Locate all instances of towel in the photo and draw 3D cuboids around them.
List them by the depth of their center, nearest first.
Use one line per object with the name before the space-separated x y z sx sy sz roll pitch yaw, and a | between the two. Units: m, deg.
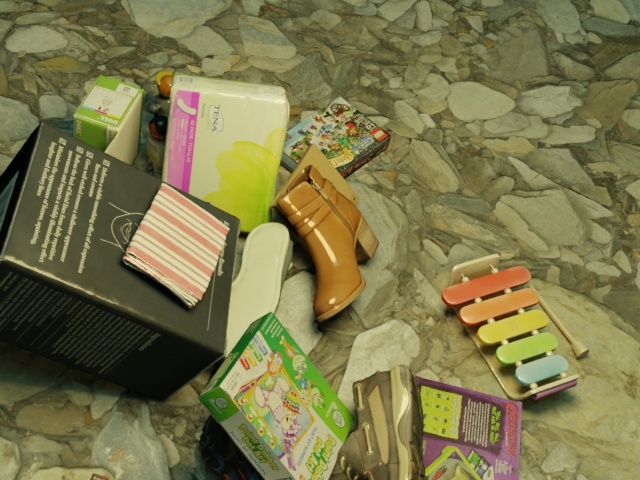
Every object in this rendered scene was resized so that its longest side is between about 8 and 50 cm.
towel | -0.234 0.005 1.576 0.144 0.029 0.197 37 38 -18

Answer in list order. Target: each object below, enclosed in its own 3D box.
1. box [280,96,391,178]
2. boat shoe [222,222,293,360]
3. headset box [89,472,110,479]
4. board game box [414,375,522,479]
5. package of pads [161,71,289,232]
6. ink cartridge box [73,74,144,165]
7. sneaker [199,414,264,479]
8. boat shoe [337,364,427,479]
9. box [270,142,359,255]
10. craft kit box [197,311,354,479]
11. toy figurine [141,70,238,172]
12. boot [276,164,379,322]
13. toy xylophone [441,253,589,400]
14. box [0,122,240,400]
box | 0.021 -0.210 2.107 0.159 0.044 0.233 39 54 19
boat shoe | -0.116 0.108 1.777 0.116 0.099 0.319 3 46 15
headset box | -0.355 0.411 1.504 0.032 0.062 0.083 18 49 1
board game box | 0.237 0.411 1.655 0.208 0.056 0.347 12 50 2
package of pads | -0.187 -0.164 1.861 0.229 0.296 0.101 5 24 -9
ink cartridge box | -0.438 -0.166 1.869 0.097 0.189 0.255 19 50 1
sneaker | -0.134 0.364 1.593 0.087 0.083 0.221 23 28 -42
boat shoe | 0.102 0.367 1.579 0.130 0.132 0.355 -11 39 14
box | -0.008 -0.077 1.946 0.164 0.021 0.201 49 47 -22
craft kit box | -0.063 0.274 1.559 0.246 0.061 0.250 55 27 -12
toy figurine | -0.261 -0.242 2.000 0.210 0.148 0.213 10 51 -5
boot | 0.000 0.000 1.824 0.220 0.109 0.283 50 44 -19
toy xylophone | 0.386 0.165 1.865 0.236 0.081 0.322 -22 60 -28
box | -0.361 0.043 1.610 0.395 0.212 0.293 27 44 -26
